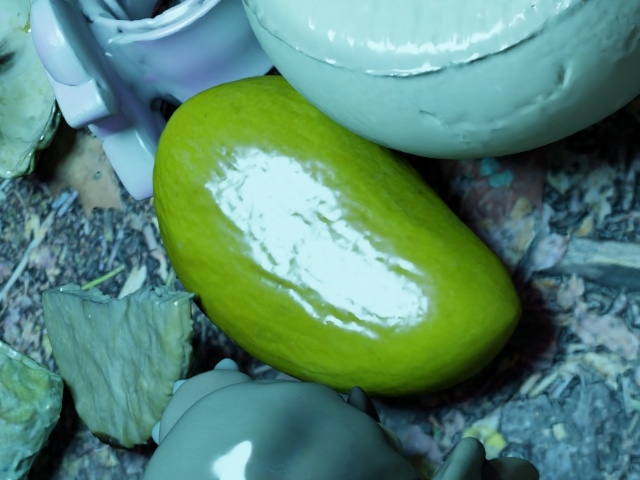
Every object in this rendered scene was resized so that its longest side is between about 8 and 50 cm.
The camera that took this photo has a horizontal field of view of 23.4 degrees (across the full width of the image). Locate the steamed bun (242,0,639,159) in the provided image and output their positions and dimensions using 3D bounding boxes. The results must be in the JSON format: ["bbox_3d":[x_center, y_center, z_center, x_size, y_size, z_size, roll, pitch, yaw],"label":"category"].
[{"bbox_3d":[0.126,-0.226,1.117,0.374,0.241,0.375,-11,63,22],"label":"steamed bun"}]

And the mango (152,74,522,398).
[{"bbox_3d":[-0.007,0.004,1.173,0.195,0.142,0.332,-47,60,11],"label":"mango"}]

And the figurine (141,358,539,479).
[{"bbox_3d":[0.025,0.207,1.029,0.380,0.203,0.248,1,80,33],"label":"figurine"}]

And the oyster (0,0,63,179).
[{"bbox_3d":[-0.314,-0.208,1.470,0.166,0.110,0.341,-50,56,11],"label":"oyster"}]

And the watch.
[{"bbox_3d":[-0.126,-0.200,1.309,0.217,0.211,0.248,-31,49,8],"label":"watch"}]

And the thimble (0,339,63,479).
[{"bbox_3d":[-0.309,0.150,1.305,0.190,0.137,0.144,24,85,26],"label":"thimble"}]

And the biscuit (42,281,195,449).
[{"bbox_3d":[-0.164,0.102,1.256,0.250,0.032,0.133,-1,93,56],"label":"biscuit"}]
